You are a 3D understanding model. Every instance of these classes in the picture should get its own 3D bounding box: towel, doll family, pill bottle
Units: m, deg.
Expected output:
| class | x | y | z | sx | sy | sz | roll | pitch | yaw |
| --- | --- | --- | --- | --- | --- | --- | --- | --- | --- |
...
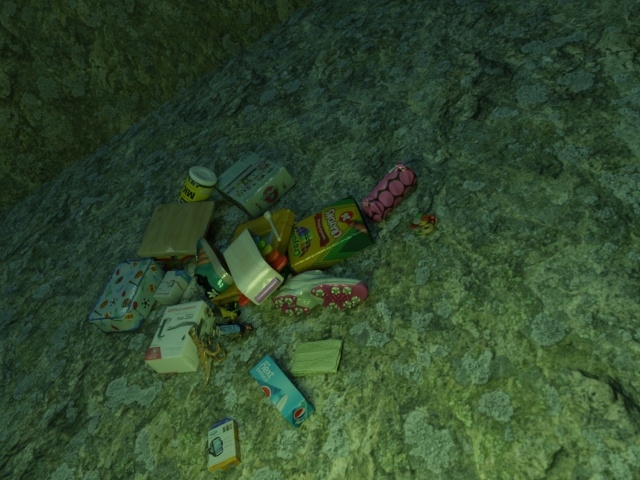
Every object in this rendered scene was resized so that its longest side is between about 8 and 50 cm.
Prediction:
| class | x | y | z | sx | sy | sz | roll | pitch | yaw |
| --- | --- | --- | --- | --- | --- | --- | --- | --- | --- |
| towel | -0.011 | 0.321 | 1.522 | 0.148 | 0.027 | 0.110 | -12 | 42 | 25 |
| doll family | -0.288 | 0.254 | 1.743 | 0.193 | 0.111 | 0.076 | 58 | 135 | 46 |
| pill bottle | -0.517 | -0.193 | 2.283 | 0.208 | 0.119 | 0.119 | -60 | 27 | 31 |

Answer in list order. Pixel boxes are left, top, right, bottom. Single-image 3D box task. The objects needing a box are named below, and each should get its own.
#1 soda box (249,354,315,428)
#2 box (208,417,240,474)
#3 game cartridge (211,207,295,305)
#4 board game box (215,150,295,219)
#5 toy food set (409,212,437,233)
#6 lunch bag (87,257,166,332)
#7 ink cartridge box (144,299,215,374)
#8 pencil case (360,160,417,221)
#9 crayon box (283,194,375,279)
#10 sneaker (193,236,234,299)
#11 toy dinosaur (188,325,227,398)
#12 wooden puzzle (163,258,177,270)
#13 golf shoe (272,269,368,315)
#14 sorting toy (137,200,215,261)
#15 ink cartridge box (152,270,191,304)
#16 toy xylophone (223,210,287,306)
| class | x | y | z | sx | sy | sz | roll | pitch | yaw |
| --- | --- | --- | --- | --- | --- | --- | --- | --- | --- |
| soda box | -0.105 | 0.399 | 1.473 | 0.071 | 0.067 | 0.210 | -42 | 38 | -10 |
| box | -0.256 | 0.540 | 1.463 | 0.081 | 0.028 | 0.136 | -27 | 36 | 8 |
| game cartridge | -0.227 | 0.051 | 1.869 | 0.285 | 0.053 | 0.323 | -19 | 46 | 39 |
| board game box | -0.276 | -0.232 | 2.243 | 0.224 | 0.097 | 0.303 | -43 | 38 | -11 |
| toy food set | 0.317 | -0.052 | 1.694 | 0.083 | 0.020 | 0.083 | 3 | 51 | 37 |
| lunch bag | -0.728 | 0.203 | 2.086 | 0.243 | 0.115 | 0.303 | -9 | 45 | 31 |
| ink cartridge box | -0.450 | 0.312 | 1.789 | 0.159 | 0.092 | 0.217 | -12 | 41 | 25 |
| pencil case | 0.221 | -0.161 | 1.816 | 0.095 | 0.098 | 0.209 | 21 | 64 | 46 |
| crayon box | 0.000 | 0.000 | 1.814 | 0.319 | 0.081 | 0.202 | -28 | 39 | 8 |
| sneaker | -0.386 | 0.089 | 1.879 | 0.121 | 0.108 | 0.302 | -44 | 34 | 1 |
| toy dinosaur | -0.346 | 0.362 | 1.685 | 0.112 | 0.064 | 0.211 | -20 | 69 | 5 |
| wooden puzzle | -0.599 | 0.090 | 2.197 | 0.049 | 0.006 | 0.083 | -43 | 39 | -12 |
| golf shoe | 0.002 | 0.135 | 1.647 | 0.306 | 0.115 | 0.140 | -9 | 41 | 26 |
| sorting toy | -0.551 | -0.026 | 2.182 | 0.256 | 0.089 | 0.257 | -3 | 50 | 13 |
| ink cartridge box | -0.546 | 0.173 | 2.035 | 0.089 | 0.052 | 0.122 | -5 | 48 | 31 |
| toy xylophone | -0.197 | 0.049 | 1.721 | 0.236 | 0.081 | 0.322 | -42 | 34 | 13 |
